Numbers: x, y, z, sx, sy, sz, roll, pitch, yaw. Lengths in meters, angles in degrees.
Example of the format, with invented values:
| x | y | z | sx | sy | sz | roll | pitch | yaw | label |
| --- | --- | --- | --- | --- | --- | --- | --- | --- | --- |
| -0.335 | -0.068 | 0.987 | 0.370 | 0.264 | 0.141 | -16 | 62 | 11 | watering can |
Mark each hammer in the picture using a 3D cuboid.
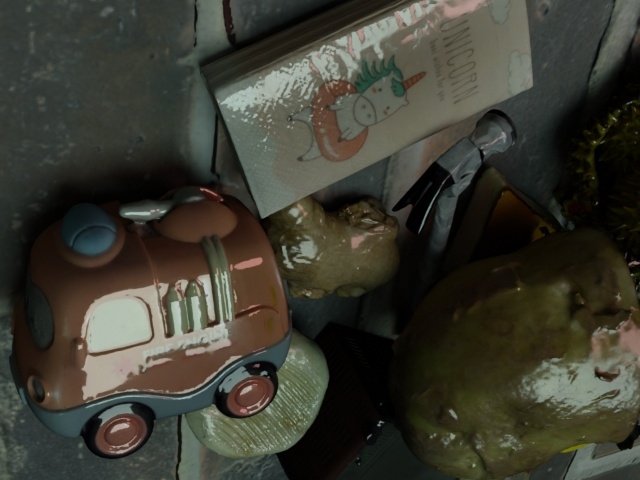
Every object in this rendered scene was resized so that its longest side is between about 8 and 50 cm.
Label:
| x | y | z | sx | sy | sz | roll | pitch | yaw | label |
| --- | --- | --- | --- | --- | --- | --- | --- | --- | --- |
| 0.139 | 0.019 | 1.220 | 0.152 | 0.044 | 0.427 | -41 | 157 | -21 | hammer |

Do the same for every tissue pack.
| x | y | z | sx | sy | sz | roll | pitch | yaw | label |
| --- | --- | --- | --- | --- | --- | --- | --- | --- | --- |
| 0.056 | -0.161 | 1.029 | 0.325 | 0.071 | 0.170 | -26 | 133 | -8 | tissue pack |

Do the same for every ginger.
| x | y | z | sx | sy | sz | roll | pitch | yaw | label |
| --- | --- | --- | --- | --- | --- | --- | --- | --- | --- |
| -0.001 | 0.005 | 1.162 | 0.213 | 0.074 | 0.138 | 17 | 103 | -45 | ginger |

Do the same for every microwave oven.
| x | y | z | sx | sy | sz | roll | pitch | yaw | label |
| --- | --- | --- | --- | --- | --- | --- | --- | --- | --- |
| 0.072 | 0.251 | 1.371 | 0.247 | 0.178 | 0.188 | 21 | 116 | -42 | microwave oven |

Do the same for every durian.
| x | y | z | sx | sy | sz | roll | pitch | yaw | label |
| --- | --- | --- | --- | --- | --- | --- | --- | --- | --- |
| 0.418 | -0.059 | 1.230 | 0.258 | 0.258 | 0.293 | 13 | 128 | -39 | durian |

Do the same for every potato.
| x | y | z | sx | sy | sz | roll | pitch | yaw | label |
| --- | --- | --- | --- | --- | --- | --- | --- | --- | --- |
| 0.195 | 0.134 | 1.183 | 0.237 | 0.301 | 0.289 | -7 | 96 | -18 | potato |

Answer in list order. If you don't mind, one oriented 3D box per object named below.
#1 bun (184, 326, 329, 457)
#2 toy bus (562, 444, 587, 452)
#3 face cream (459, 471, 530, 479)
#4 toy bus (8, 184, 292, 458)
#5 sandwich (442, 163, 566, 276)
| x | y | z | sx | sy | sz | roll | pitch | yaw | label |
| --- | --- | --- | --- | --- | --- | --- | --- | --- | --- |
| -0.084 | 0.173 | 1.257 | 0.183 | 0.102 | 0.183 | -10 | 116 | -20 | bun |
| 0.355 | 0.190 | 1.498 | 0.144 | 0.152 | 0.330 | -24 | 138 | -10 | toy bus |
| 0.236 | 0.332 | 1.613 | 0.341 | 0.084 | 0.137 | 24 | 75 | -43 | face cream |
| -0.168 | 0.061 | 1.037 | 0.287 | 0.194 | 0.232 | -12 | 128 | -20 | toy bus |
| 0.211 | 0.008 | 1.303 | 0.162 | 0.058 | 0.193 | -43 | 139 | 14 | sandwich |
